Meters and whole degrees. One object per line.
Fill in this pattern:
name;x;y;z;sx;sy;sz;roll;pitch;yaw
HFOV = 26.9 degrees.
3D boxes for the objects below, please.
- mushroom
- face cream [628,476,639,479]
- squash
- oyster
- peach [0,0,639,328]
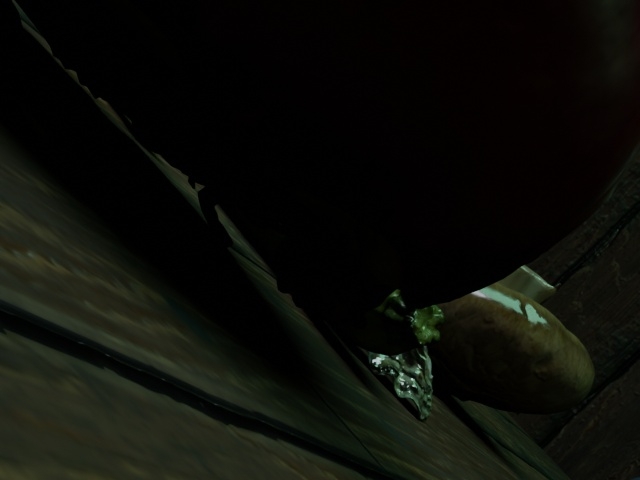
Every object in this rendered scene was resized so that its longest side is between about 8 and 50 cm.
mushroom;0.138;0.067;1.272;0.278;0.146;0.278;35;3;-2
face cream;0.370;0.355;1.191;0.385;0.086;0.135;50;3;-25
squash;0.007;0.007;0.834;0.069;0.069;0.258;44;1;-37
oyster;0.057;0.064;0.867;0.100;0.037;0.098;63;17;-2
peach;-0.038;-0.154;0.601;0.416;0.353;0.339;2;-26;22
